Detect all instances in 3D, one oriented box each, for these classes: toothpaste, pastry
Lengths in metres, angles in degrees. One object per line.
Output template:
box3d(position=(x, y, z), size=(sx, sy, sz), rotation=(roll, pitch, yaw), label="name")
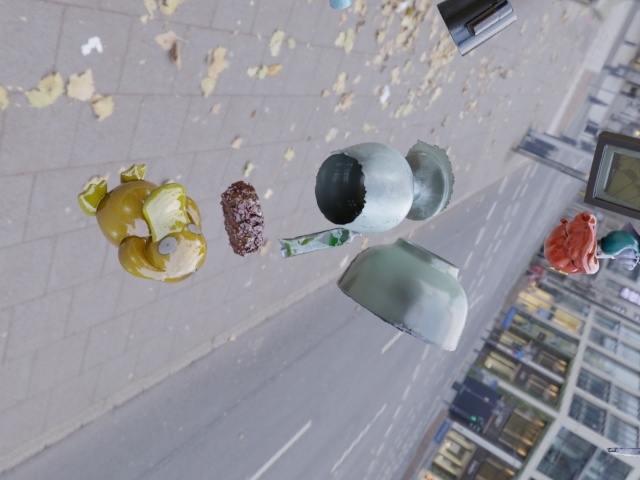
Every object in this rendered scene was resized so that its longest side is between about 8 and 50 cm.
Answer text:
box3d(position=(0.000, 0.000, 1.760), size=(0.047, 0.248, 0.078), rotation=(-102, 179, -51), label="toothpaste")
box3d(position=(-0.205, -0.054, 1.597), size=(0.097, 0.115, 0.208), rotation=(-20, 128, -22), label="pastry")

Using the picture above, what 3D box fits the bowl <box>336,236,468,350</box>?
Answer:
box3d(position=(0.234, 0.111, 1.513), size=(0.185, 0.354, 0.354), rotation=(-63, 160, 6), label="bowl")

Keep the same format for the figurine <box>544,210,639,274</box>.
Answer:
box3d(position=(0.691, 0.008, 1.484), size=(0.208, 0.257, 0.181), rotation=(-45, 127, -60), label="figurine")

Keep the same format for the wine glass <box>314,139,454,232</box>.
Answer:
box3d(position=(0.154, -0.135, 1.478), size=(0.323, 0.238, 0.238), rotation=(-9, 127, -46), label="wine glass")

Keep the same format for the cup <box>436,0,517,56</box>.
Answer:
box3d(position=(0.451, -0.615, 1.666), size=(0.177, 0.239, 0.166), rotation=(-26, 136, 20), label="cup")

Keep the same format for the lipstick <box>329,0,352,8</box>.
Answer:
box3d(position=(0.031, -0.687, 1.402), size=(0.274, 0.061, 0.068), rotation=(75, 8, -50), label="lipstick")

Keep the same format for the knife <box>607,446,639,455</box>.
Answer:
box3d(position=(0.679, 0.469, 1.317), size=(0.031, 0.121, 0.018), rotation=(-29, -126, 53), label="knife")

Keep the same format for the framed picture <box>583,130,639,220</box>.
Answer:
box3d(position=(0.514, -0.092, 0.936), size=(0.023, 0.168, 0.128), rotation=(-33, 133, -36), label="framed picture")

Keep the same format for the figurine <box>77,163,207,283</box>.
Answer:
box3d(position=(-0.329, -0.029, 1.149), size=(0.215, 0.228, 0.215), rotation=(-28, 126, -47), label="figurine")
